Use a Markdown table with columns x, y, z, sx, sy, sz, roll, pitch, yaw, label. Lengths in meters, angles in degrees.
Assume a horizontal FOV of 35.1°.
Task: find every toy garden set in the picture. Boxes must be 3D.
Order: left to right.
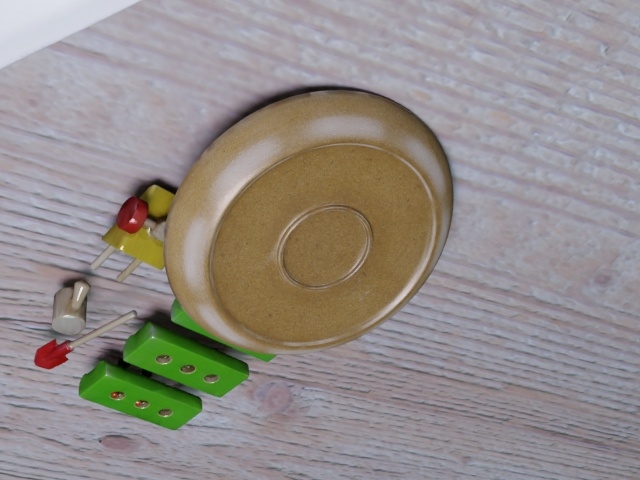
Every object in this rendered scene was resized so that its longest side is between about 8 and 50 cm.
| x | y | z | sx | sy | sz | roll | pitch | yaw | label |
| --- | --- | --- | --- | --- | --- | --- | --- | --- | --- |
| -0.131 | 0.058 | 0.855 | 0.204 | 0.049 | 0.244 | 29 | 127 | -35 | toy garden set |

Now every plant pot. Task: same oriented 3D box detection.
| x | y | z | sx | sy | sz | roll | pitch | yaw | label |
| --- | --- | --- | --- | --- | --- | --- | --- | --- | --- |
| 0.000 | 0.000 | 0.771 | 0.236 | 0.032 | 0.236 | -12 | 126 | -16 | plant pot |

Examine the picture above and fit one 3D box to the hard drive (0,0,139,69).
| x | y | z | sx | sy | sz | roll | pitch | yaw | label |
| --- | --- | --- | --- | --- | --- | --- | --- | --- | --- |
| -0.149 | -0.224 | 0.501 | 0.353 | 0.047 | 0.233 | -22 | 117 | 13 | hard drive |
